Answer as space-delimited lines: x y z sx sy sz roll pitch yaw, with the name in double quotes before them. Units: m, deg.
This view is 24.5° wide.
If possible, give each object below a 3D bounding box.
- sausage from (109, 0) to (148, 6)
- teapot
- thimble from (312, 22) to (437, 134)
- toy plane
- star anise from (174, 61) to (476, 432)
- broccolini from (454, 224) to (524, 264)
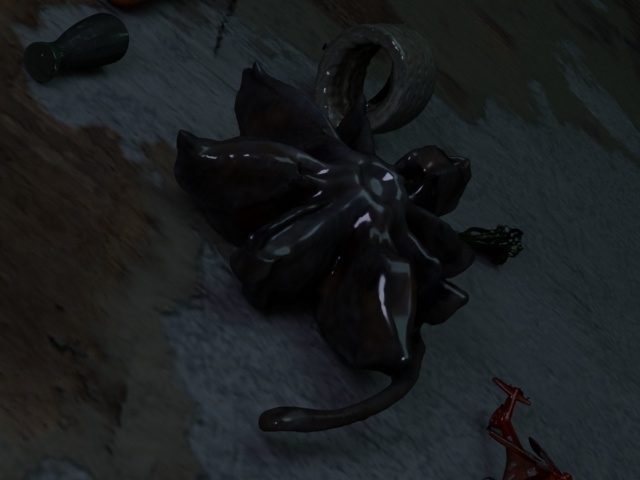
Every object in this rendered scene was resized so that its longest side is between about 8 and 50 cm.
"sausage" -0.133 -0.272 1.425 0.053 0.053 0.348 46 24 -1
"teapot" -0.194 -0.151 1.163 0.043 0.043 0.111 47 27 2
"thimble" 0.057 -0.163 1.484 0.102 0.115 0.090 54 27 11
"toy plane" 0.154 0.181 1.177 0.126 0.077 0.194 29 22 -41
"star anise" 0.000 0.000 1.163 0.359 0.139 0.316 -16 56 -46
"broccolini" 0.128 -0.007 1.468 0.218 0.044 0.042 9 58 -45
